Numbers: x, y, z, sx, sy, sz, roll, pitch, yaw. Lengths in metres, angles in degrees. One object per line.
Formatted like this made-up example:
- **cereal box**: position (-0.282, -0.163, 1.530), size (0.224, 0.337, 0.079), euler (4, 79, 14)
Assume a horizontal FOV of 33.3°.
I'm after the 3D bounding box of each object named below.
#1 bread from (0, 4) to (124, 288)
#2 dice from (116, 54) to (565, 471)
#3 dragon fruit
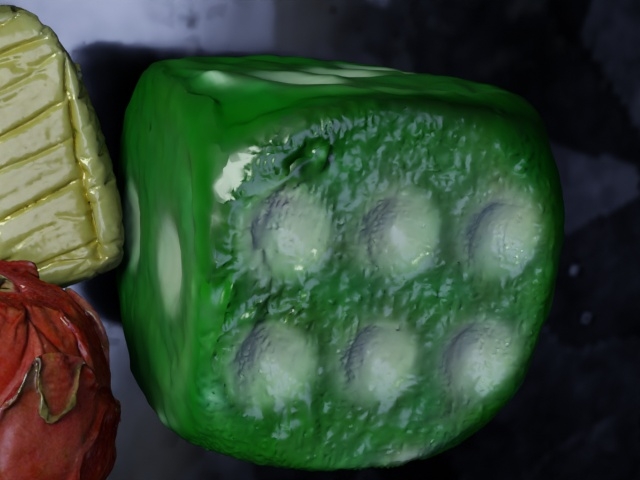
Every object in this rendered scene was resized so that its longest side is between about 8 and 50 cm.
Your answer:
- **bread**: position (-0.244, -0.071, 0.853), size (0.140, 0.106, 0.236), euler (-19, 110, -17)
- **dice**: position (0.000, 0.000, 0.872), size (0.297, 0.300, 0.287), euler (2, 104, -24)
- **dragon fruit**: position (-0.254, 0.135, 0.755), size (0.240, 0.241, 0.252), euler (-4, 132, -23)
